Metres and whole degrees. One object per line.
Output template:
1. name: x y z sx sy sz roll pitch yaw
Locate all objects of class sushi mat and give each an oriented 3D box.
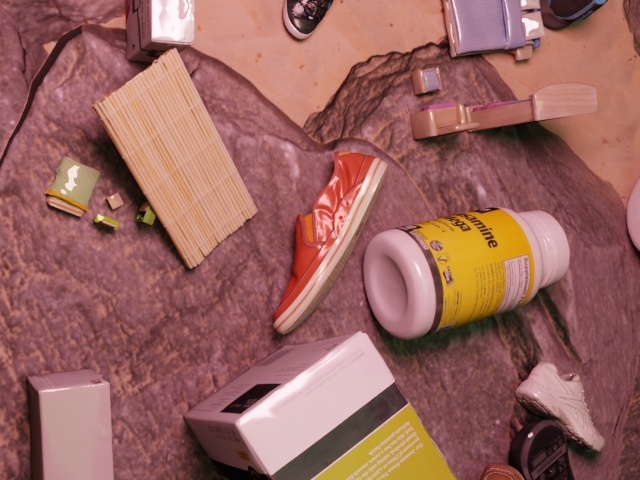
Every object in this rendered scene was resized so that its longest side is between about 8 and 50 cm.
1. sushi mat: -0.202 -0.112 1.207 0.151 0.019 0.316 -46 133 -25

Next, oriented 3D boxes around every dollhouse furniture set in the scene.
1. dollhouse furniture set: 0.310 -0.350 1.431 0.287 0.198 0.303 -11 95 -26
2. dollhouse furniture set: -0.319 -0.063 1.201 0.152 0.059 0.076 24 80 -25

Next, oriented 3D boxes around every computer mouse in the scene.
1. computer mouse: 0.417 0.454 1.572 0.189 0.072 0.272 -26 114 -26

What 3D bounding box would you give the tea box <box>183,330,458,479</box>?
1. tea box: 0.003 0.330 1.186 0.220 0.329 0.323 -32 93 -23

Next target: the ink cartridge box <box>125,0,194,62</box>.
1. ink cartridge box: -0.235 -0.326 1.187 0.063 0.150 0.109 -1 91 -26

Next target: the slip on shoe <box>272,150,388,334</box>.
1. slip on shoe: 0.000 0.000 1.343 0.101 0.123 0.331 25 84 8

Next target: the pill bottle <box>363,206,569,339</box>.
1. pill bottle: 0.257 0.045 1.416 0.334 0.188 0.187 -13 96 -26

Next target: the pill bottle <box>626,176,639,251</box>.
1. pill bottle: 0.857 -0.031 1.689 0.408 0.229 0.228 12 85 -26

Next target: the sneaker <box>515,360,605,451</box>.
1. sneaker: 0.489 0.320 1.592 0.232 0.090 0.115 44 69 -21

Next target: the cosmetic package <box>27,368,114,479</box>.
1. cosmetic package: -0.351 0.309 1.153 0.107 0.127 0.237 -6 92 -27

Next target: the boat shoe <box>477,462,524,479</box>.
1. boat shoe: 0.322 0.569 1.472 0.123 0.116 0.324 0 90 18

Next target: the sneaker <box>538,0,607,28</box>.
1. sneaker: 0.471 -0.583 1.540 0.125 0.140 0.340 -13 95 -24

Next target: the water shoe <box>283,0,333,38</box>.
1. water shoe: 0.003 -0.428 1.343 0.073 0.080 0.203 28 78 -23
